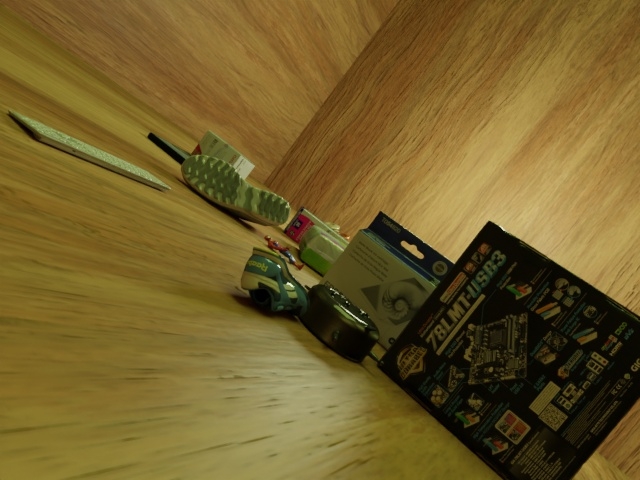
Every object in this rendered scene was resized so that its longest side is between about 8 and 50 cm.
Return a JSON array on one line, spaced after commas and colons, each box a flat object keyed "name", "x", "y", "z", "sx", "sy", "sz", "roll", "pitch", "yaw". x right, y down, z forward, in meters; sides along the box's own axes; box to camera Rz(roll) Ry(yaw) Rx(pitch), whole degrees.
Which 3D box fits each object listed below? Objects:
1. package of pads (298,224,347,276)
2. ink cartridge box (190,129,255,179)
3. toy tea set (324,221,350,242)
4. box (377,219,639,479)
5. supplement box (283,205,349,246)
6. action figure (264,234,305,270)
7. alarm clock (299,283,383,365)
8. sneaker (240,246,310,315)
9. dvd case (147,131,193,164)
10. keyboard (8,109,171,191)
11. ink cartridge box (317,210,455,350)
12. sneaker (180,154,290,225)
[{"name": "package of pads", "x": 0.074, "y": 0.079, "z": 1.249, "sx": 0.296, "sy": 0.101, "sz": 0.229, "roll": 37, "pitch": 4, "yaw": -10}, {"name": "ink cartridge box", "x": -0.361, "y": -0.293, "z": 1.551, "sx": 0.176, "sy": 0.128, "sz": 0.127, "roll": 39, "pitch": 4, "yaw": 18}, {"name": "toy tea set", "x": 0.000, "y": 0.000, "z": 1.770, "sx": 0.200, "sy": 0.124, "sz": 0.336, "roll": 5, "pitch": 18, "yaw": -16}, {"name": "box", "x": 0.289, "y": 0.171, "z": 0.631, "sx": 0.293, "sy": 0.295, "sz": 0.073, "roll": 38, "pitch": 5, "yaw": 23}, {"name": "supplement box", "x": -0.012, "y": -0.013, "z": 1.506, "sx": 0.220, "sy": 0.111, "sz": 0.114, "roll": 37, "pitch": 4, "yaw": -7}, {"name": "action figure", "x": -0.086, "y": 0.026, "z": 0.988, "sx": 0.115, "sy": 0.030, "sz": 0.038, "roll": 35, "pitch": 9, "yaw": 2}, {"name": "alarm clock", "x": 0.021, "y": 0.114, "z": 0.657, "sx": 0.129, "sy": 0.064, "sz": 0.192, "roll": 35, "pitch": 1, "yaw": -33}, {"name": "sneaker", "x": -0.061, "y": 0.068, "z": 0.548, "sx": 0.053, "sy": 0.059, "sz": 0.144, "roll": 7, "pitch": -32, "yaw": 31}, {"name": "dvd case", "x": -0.421, "y": -0.256, "z": 1.352, "sx": 0.180, "sy": 0.022, "sz": 0.253, "roll": 38, "pitch": 4, "yaw": 10}, {"name": "keyboard", "x": -0.335, "y": -0.129, "z": 0.644, "sx": 0.072, "sy": 0.014, "sz": 0.256, "roll": 39, "pitch": 4, "yaw": 19}, {"name": "ink cartridge box", "x": 0.139, "y": 0.082, "z": 0.874, "sx": 0.223, "sy": 0.224, "sz": 0.045, "roll": 38, "pitch": 3, "yaw": 19}, {"name": "sneaker", "x": -0.219, "y": -0.102, "z": 1.036, "sx": 0.281, "sy": 0.105, "sz": 0.115, "roll": 32, "pitch": -28, "yaw": -21}]
